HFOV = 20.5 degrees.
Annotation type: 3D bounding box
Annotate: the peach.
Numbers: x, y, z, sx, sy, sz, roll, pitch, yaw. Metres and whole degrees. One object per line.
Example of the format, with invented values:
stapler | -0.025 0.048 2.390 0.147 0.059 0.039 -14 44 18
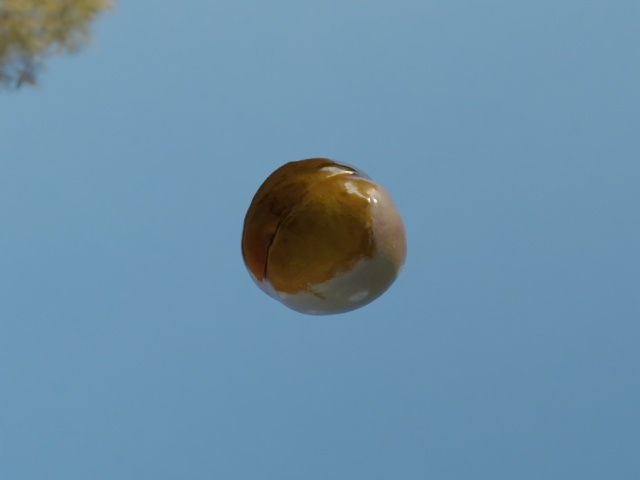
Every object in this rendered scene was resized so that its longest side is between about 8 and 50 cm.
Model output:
peach | 0.000 0.000 1.494 0.138 0.138 0.138 -23 -123 40
